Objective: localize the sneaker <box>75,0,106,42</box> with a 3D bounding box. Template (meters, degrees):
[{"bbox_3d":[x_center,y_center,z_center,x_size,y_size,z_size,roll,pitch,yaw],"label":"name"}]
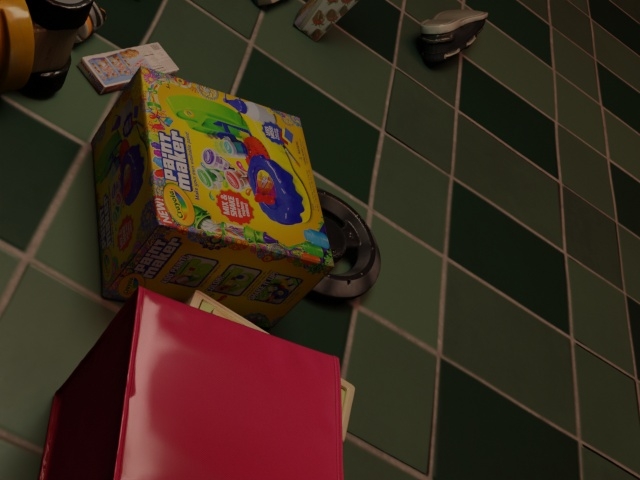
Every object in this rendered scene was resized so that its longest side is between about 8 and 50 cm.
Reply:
[{"bbox_3d":[-0.432,-0.414,1.590,0.215,0.084,0.083,54,34,-4],"label":"sneaker"}]

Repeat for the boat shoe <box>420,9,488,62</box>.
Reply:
[{"bbox_3d":[0.315,-0.493,2.348,0.114,0.091,0.302,12,25,32],"label":"boat shoe"}]

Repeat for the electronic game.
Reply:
[{"bbox_3d":[0.000,0.000,1.629,0.229,0.048,0.229,20,46,-22],"label":"electronic game"}]

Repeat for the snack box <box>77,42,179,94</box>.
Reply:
[{"bbox_3d":[-0.314,-0.286,1.623,0.064,0.022,0.178,52,38,8],"label":"snack box"}]

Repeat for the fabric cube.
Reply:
[{"bbox_3d":[-0.150,0.252,1.089,0.258,0.259,0.254,22,44,-25],"label":"fabric cube"}]

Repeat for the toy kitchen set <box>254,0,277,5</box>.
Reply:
[{"bbox_3d":[-0.161,-0.590,2.015,0.122,0.166,0.207,-42,124,-52],"label":"toy kitchen set"}]

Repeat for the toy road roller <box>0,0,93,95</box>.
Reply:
[{"bbox_3d":[-0.491,-0.363,1.393,0.241,0.202,0.329,-17,68,-37],"label":"toy road roller"}]

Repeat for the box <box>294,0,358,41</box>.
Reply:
[{"bbox_3d":[0.075,-0.527,1.960,0.063,0.324,0.067,36,39,-21],"label":"box"}]

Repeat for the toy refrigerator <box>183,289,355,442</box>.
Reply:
[{"bbox_3d":[-0.088,0.188,1.338,0.269,0.094,0.102,33,39,-14],"label":"toy refrigerator"}]

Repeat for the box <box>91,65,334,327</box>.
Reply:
[{"bbox_3d":[-0.163,-0.056,1.426,0.279,0.177,0.290,13,47,-33],"label":"box"}]
